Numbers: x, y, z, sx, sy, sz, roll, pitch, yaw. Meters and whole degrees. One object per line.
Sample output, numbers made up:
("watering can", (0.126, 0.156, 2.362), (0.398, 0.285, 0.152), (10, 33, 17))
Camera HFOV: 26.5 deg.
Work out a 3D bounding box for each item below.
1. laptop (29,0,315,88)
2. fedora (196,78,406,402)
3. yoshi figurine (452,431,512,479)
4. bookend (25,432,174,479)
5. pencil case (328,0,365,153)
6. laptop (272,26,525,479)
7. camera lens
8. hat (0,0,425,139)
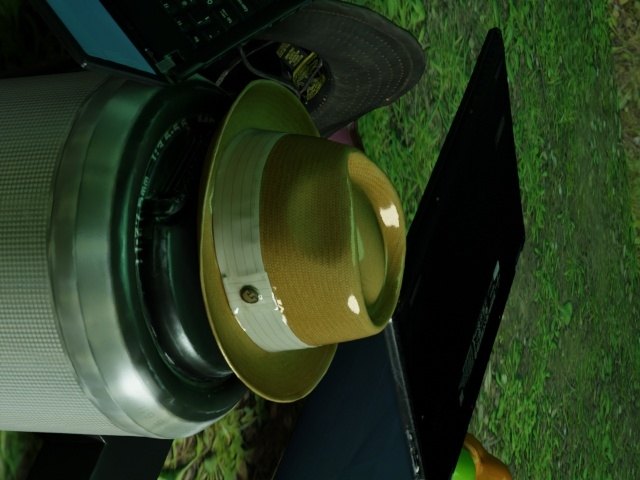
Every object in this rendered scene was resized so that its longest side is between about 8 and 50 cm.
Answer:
("laptop", (-0.105, -0.215, 0.724), (0.264, 0.136, 0.234), (-36, 88, -28))
("fedora", (0.000, 0.000, 0.794), (0.194, 0.079, 0.194), (-2, 90, -65))
("yoshi figurine", (0.097, 0.318, 1.502), (0.362, 0.203, 0.203), (6, 93, -64))
("bookend", (-0.192, 0.154, 1.034), (0.156, 0.072, 0.157), (63, 36, -41))
("pencil case", (-0.039, -0.153, 1.291), (0.160, 0.167, 0.386), (-11, 101, -25))
("laptop", (0.040, 0.070, 1.287), (0.382, 0.236, 0.408), (-66, 152, -44))
("camera lens", (-0.174, 0.008, 0.840), (0.219, 0.274, 0.219), (-1, 90, -65))
("hat", (-0.097, -0.152, 0.999), (0.331, 0.331, 0.134), (19, 58, -64))
